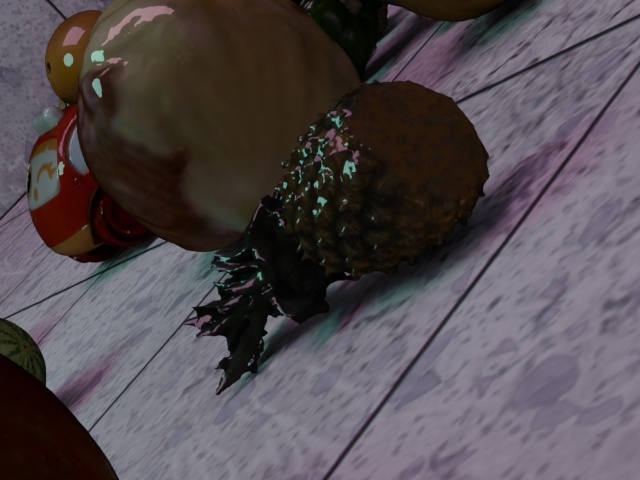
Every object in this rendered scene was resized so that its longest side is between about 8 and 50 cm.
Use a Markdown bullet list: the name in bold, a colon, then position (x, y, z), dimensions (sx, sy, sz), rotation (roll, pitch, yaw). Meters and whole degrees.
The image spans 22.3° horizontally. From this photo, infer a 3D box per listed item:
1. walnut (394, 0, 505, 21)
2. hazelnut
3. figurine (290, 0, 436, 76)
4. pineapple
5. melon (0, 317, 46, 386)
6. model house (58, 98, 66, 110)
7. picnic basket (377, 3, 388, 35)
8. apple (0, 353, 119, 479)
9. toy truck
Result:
- **walnut**: position (0.139, -0.317, 1.418), dimensions (0.203, 0.203, 0.298), rotation (-31, 25, 42)
- **hazelnut**: position (-0.088, -0.105, 1.441), dimensions (0.261, 0.261, 0.241), rotation (-40, 45, 11)
- **figurine**: position (0.044, -0.264, 1.630), dimensions (0.370, 0.167, 0.281), rotation (-52, 48, 3)
- **pineapple**: position (0.000, 0.000, 1.046), dimensions (0.251, 0.125, 0.125), rotation (-46, 8, 41)
- **melon**: position (-0.329, 0.145, 1.457), dimensions (0.192, 0.139, 0.139), rotation (-37, 14, 22)
- **model house**: position (-0.242, -0.125, 2.100), dimensions (0.136, 0.207, 0.219), rotation (-8, -4, -26)
- **picnic basket**: position (0.010, -0.282, 1.815), dimensions (0.128, 0.138, 0.178), rotation (-35, 16, 24)
- **apple**: position (-0.256, 0.167, 0.818), dimensions (0.288, 0.317, 0.288), rotation (-24, 45, 26)
- **toy truck**: position (-0.258, -0.122, 1.879), dimensions (0.265, 0.239, 0.189), rotation (-49, 14, -24)
